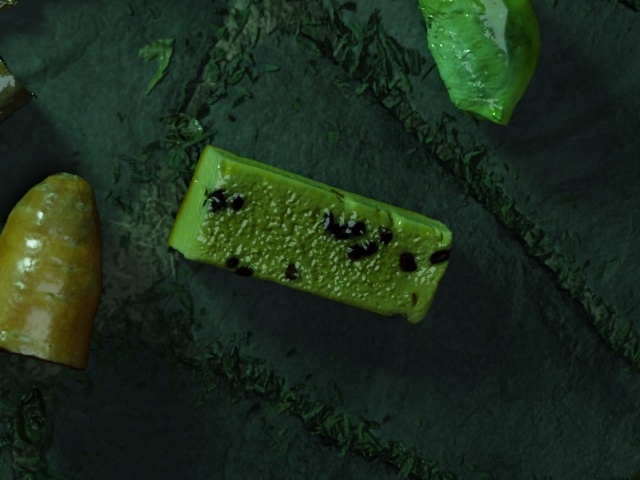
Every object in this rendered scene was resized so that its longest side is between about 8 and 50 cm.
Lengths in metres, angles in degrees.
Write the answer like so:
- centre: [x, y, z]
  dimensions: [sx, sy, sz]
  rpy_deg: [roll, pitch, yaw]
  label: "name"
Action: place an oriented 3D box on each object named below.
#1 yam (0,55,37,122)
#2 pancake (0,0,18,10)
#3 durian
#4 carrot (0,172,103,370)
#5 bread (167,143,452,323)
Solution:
- centre: [-0.391, -0.154, 1.779]
  dimensions: [0.127, 0.084, 0.084]
  rpy_deg: [-37, 117, -5]
  label: "yam"
- centre: [-0.326, -0.327, 1.760]
  dimensions: [0.266, 0.057, 0.244]
  rpy_deg: [29, 95, -29]
  label: "pancake"
- centre: [0.201, -0.264, 1.984]
  dimensions: [0.139, 0.101, 0.250]
  rpy_deg: [-16, 112, -17]
  label: "durian"
- centre: [-0.323, 0.030, 1.842]
  dimensions: [0.159, 0.159, 0.225]
  rpy_deg: [13, 90, -26]
  label: "carrot"
- centre: [-0.001, 0.000, 1.995]
  dimensions: [0.361, 0.077, 0.138]
  rpy_deg: [17, 100, -27]
  label: "bread"
